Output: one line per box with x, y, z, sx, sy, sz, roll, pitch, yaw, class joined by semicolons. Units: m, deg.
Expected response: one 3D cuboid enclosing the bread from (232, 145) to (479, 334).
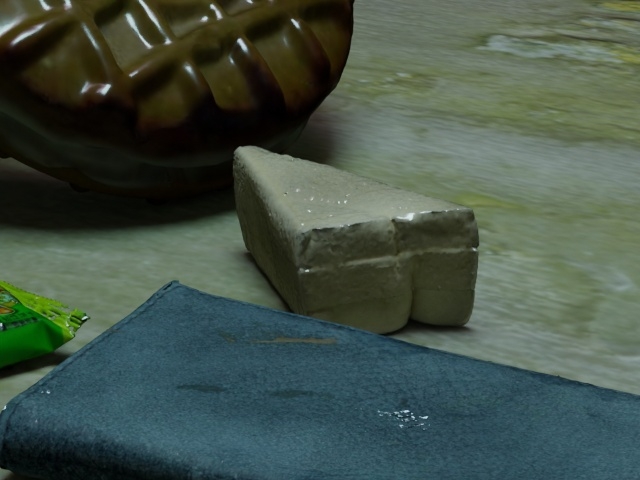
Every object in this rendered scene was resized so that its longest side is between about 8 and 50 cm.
0.017;-0.006;1.110;0.105;0.077;0.152;-9;28;-15;bread

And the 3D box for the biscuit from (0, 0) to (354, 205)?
-0.121;-0.158;1.262;0.366;0.115;0.268;-24;76;-42;biscuit

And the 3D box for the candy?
-0.225;0.053;1.009;0.178;0.032;0.102;-15;27;-35;candy

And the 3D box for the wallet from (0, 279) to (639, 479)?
0.050;0.100;0.901;0.379;0.046;0.191;10;23;22;wallet
